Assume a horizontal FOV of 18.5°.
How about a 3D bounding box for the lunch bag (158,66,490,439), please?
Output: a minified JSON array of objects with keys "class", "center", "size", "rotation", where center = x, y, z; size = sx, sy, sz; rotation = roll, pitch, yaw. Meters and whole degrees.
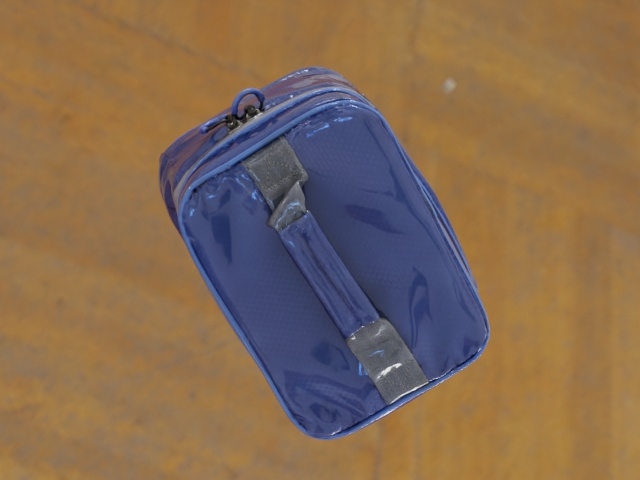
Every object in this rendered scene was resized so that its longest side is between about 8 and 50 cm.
[{"class":"lunch bag","center":[0.000,0.000,0.540],"size":[0.067,0.065,0.098],"rotation":[-32,110,-2]}]
